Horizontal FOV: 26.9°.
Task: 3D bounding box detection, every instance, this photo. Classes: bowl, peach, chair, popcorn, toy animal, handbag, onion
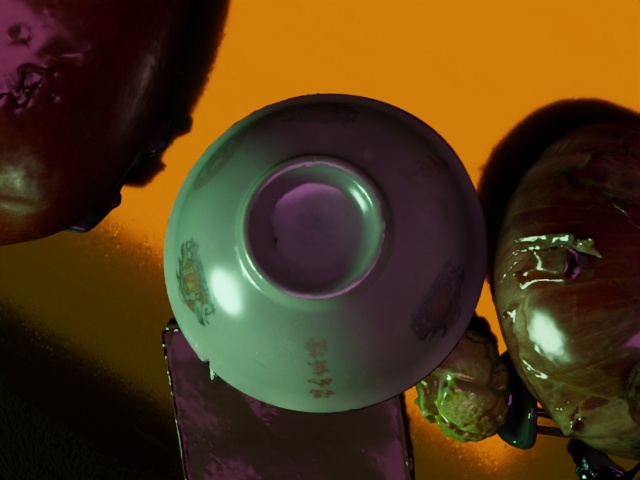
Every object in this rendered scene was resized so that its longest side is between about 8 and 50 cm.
[{"bbox_3d":[0.000,0.000,1.339,0.346,0.157,0.345,0,82,3],"label":"bowl"},{"bbox_3d":[-0.303,-0.199,1.280,0.339,0.353,0.416,13,109,5],"label":"peach"},{"bbox_3d":[0.295,0.180,1.439,0.222,0.095,0.104,1,89,3],"label":"chair"},{"bbox_3d":[0.147,0.157,1.430,0.106,0.116,0.120,-13,104,-19],"label":"popcorn"},{"bbox_3d":[0.294,0.309,1.478,0.105,0.070,0.202,29,97,-22],"label":"toy animal"},{"bbox_3d":[-0.033,0.201,1.470,0.260,0.084,0.275,-7,99,6],"label":"handbag"},{"bbox_3d":[0.318,0.046,1.292,0.354,0.353,0.353,1,100,3],"label":"onion"}]
